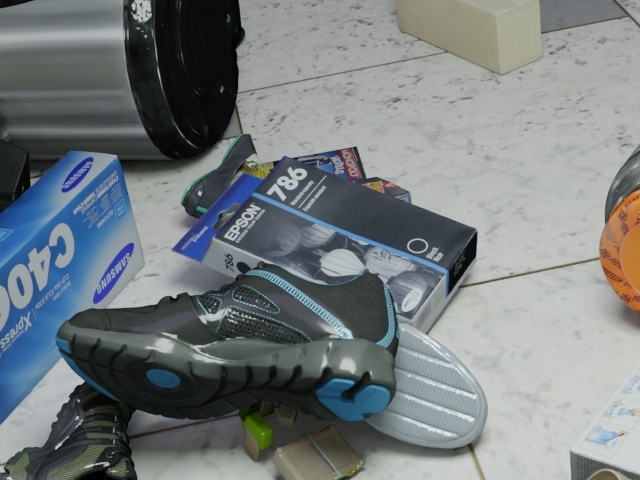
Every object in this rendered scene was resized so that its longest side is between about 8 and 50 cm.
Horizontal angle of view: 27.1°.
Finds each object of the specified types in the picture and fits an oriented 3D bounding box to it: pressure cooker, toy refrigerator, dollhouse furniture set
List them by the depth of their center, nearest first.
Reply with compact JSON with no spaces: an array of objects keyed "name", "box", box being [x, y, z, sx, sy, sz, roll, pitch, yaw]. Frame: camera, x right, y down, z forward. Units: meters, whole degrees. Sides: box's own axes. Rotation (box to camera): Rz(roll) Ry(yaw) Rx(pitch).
[{"name":"dollhouse furniture set","box":[-0.029,0.206,1.343,0.076,0.058,0.151,-21,52,-31]},{"name":"pressure cooker","box":[-0.360,-0.290,1.913,0.421,0.375,0.370,1,2,18]},{"name":"toy refrigerator","box":[0.233,-0.359,2.105,0.094,0.102,0.269,-25,34,-24]}]

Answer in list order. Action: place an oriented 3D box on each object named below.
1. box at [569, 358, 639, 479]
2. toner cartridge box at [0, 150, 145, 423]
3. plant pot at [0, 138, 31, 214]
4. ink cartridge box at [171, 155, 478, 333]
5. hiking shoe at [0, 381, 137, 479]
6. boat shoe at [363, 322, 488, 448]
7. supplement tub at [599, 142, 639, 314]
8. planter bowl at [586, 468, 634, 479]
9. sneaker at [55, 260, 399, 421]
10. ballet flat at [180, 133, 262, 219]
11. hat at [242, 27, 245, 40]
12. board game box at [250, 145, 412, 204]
[{"name":"box","box":[0.317,0.185,1.196,0.103,0.114,0.203,15,38,34]},{"name":"toner cartridge box","box":[-0.334,0.051,1.540,0.075,0.165,0.348,7,36,23]},{"name":"plant pot","box":[-0.466,-0.039,1.718,0.167,0.187,0.188,2,31,-3]},{"name":"ink cartridge box","box":[0.000,0.000,1.548,0.333,0.065,0.165,20,51,23]},{"name":"hiking shoe","box":[-0.222,0.218,1.340,0.114,0.086,0.227,23,46,18]},{"name":"boat shoe","box":[0.042,0.125,1.380,0.302,0.094,0.109,25,86,24]},{"name":"supplement tub","box":[0.446,-0.060,1.466,0.207,0.207,0.338,11,38,30]},{"name":"planter bowl","box":[0.256,0.274,1.051,0.109,0.162,0.162,17,33,-5]},{"name":"sneaker","box":[-0.089,0.096,1.317,0.341,0.125,0.139,4,55,8]},{"name":"ballet flat","box":[-0.118,-0.079,1.793,0.074,0.074,0.203,4,28,20]},{"name":"hat","box":[-0.221,-0.415,2.237,0.173,0.183,0.208,8,36,27]},{"name":"board game box","box":[0.015,-0.045,1.698,0.194,0.060,0.194,-9,32,-1]}]
